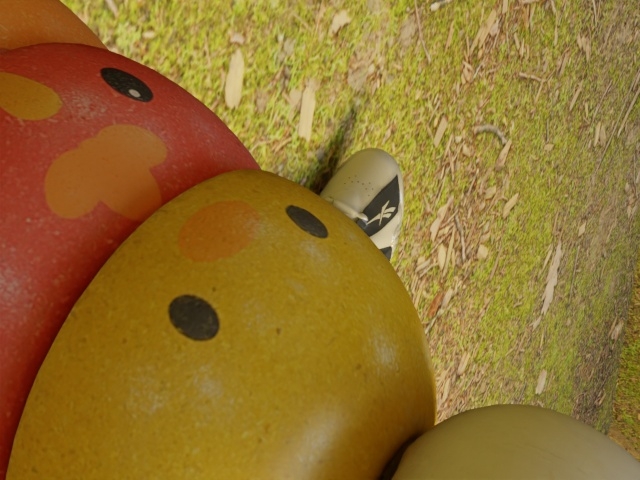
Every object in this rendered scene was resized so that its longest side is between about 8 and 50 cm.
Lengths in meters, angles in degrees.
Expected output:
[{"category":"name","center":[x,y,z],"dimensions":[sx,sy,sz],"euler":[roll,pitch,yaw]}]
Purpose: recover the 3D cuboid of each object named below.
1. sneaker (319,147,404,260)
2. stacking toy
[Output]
[{"category":"sneaker","center":[0.000,0.000,1.060],"dimensions":[0.235,0.094,0.153],"euler":[-55,161,-9]},{"category":"stacking toy","center":[-0.069,0.059,0.500],"dimensions":[0.350,0.480,0.351],"euler":[-45,145,-44]}]
